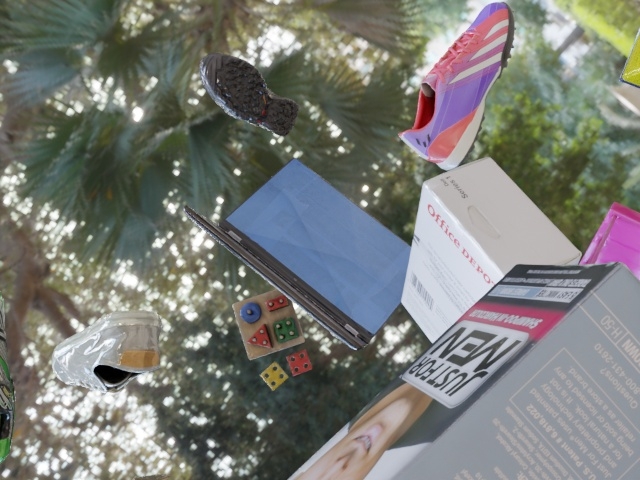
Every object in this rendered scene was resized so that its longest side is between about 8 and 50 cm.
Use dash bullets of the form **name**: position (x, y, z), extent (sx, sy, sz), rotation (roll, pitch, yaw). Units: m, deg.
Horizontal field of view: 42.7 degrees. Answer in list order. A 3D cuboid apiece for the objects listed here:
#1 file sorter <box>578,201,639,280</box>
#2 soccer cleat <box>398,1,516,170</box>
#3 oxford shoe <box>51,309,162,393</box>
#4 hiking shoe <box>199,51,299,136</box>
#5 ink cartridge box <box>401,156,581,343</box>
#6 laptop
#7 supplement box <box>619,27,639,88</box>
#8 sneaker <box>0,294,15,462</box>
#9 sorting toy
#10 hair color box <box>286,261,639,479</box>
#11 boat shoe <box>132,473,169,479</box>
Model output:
- **file sorter**: position (0.489, 0.127, 1.320), extent (0.202, 0.290, 0.182), rotation (28, -121, 15)
- **soccer cleat**: position (0.236, -0.280, 1.388), extent (0.116, 0.318, 0.108), rotation (25, 169, -16)
- **oxford shoe**: position (-0.452, 0.260, 1.708), extent (0.169, 0.449, 0.130), rotation (4, -111, -33)
- **hiking shoe**: position (-0.135, -0.233, 1.311), extent (0.114, 0.086, 0.227), rotation (20, 174, 34)
- **ink cartridge box**: position (0.176, 0.044, 0.897), extent (0.092, 0.219, 0.160), rotation (-22, -125, -20)
- **laptop**: position (0.000, 0.000, 1.552), extent (0.382, 0.236, 0.408), rotation (38, 178, 8)
- **supplement box**: position (0.541, -0.279, 1.033), extent (0.194, 0.195, 0.356), rotation (20, -172, 5)
- **sneaker**: position (-0.485, 0.180, 1.139), extent (0.134, 0.343, 0.146), rotation (-18, -140, -19)
- **sorting toy**: position (-0.115, 0.191, 1.825), extent (0.046, 0.132, 0.274), rotation (68, -176, -80)
- **hair color box**: position (0.071, 0.178, 0.568), extent (0.113, 0.374, 0.185), rotation (48, 174, -2)
- **boat shoe**: position (-0.300, 0.448, 1.452), extent (0.064, 0.178, 0.060), rotation (-2, -108, -16)
